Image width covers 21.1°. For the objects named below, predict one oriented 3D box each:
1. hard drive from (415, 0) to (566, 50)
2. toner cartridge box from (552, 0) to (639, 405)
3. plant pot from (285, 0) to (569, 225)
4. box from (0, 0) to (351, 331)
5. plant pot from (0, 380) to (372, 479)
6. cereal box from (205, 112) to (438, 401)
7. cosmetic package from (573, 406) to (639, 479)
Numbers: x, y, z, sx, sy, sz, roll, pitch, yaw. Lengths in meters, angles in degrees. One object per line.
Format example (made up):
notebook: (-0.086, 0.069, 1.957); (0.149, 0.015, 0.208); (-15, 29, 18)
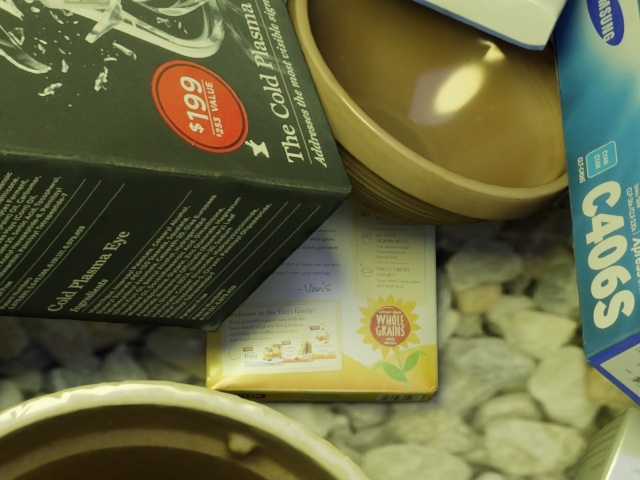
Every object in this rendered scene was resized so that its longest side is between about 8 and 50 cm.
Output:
hard drive: (0.113, -0.272, 1.281); (0.210, 0.040, 0.319); (24, 42, 5)
toner cartridge box: (0.242, -0.028, 1.171); (0.075, 0.165, 0.348); (-29, 39, 29)
plant pot: (0.065, -0.092, 1.218); (0.237, 0.110, 0.237); (20, 44, -21)
box: (-0.193, -0.134, 1.101); (0.312, 0.179, 0.343); (4, 54, -38)
plant pot: (-0.107, 0.259, 1.008); (0.333, 0.305, 0.334); (1, 81, -5)
cereal box: (0.000, 0.000, 1.293); (0.173, 0.047, 0.240); (1, 74, -3)
cosmetic package: (0.234, 0.235, 1.183); (0.151, 0.151, 0.184); (24, 77, 5)
